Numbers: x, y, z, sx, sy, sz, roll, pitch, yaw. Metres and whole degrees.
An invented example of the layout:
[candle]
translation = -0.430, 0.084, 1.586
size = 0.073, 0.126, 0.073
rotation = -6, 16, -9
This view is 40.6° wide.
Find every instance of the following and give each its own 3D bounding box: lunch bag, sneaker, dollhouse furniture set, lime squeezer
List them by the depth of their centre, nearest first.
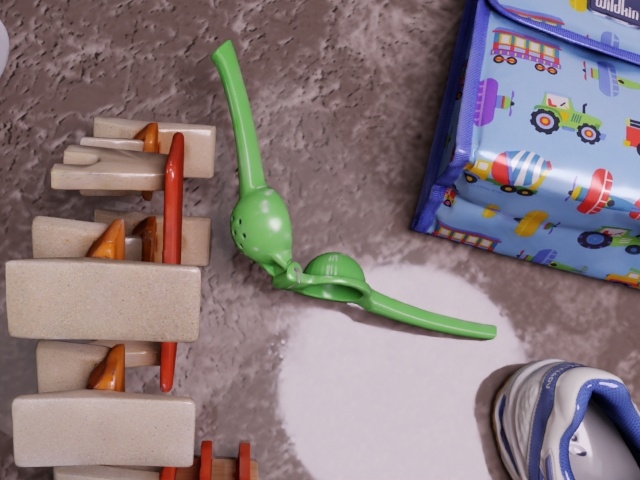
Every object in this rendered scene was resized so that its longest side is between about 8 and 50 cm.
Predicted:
[dollhouse furniture set]
translation = -0.100, 0.062, 0.565
size = 0.135, 0.262, 0.259
rotation = 3, 113, -7
[sneaker]
translation = 0.220, 0.225, 0.610
size = 0.112, 0.131, 0.296
rotation = -28, 84, -12
[lime squeezer]
translation = 0.000, 0.000, 0.649
size = 0.310, 0.059, 0.110
rotation = 46, 44, -7
[lunch bag]
translation = 0.218, -0.131, 0.696
size = 0.221, 0.138, 0.293
rotation = 14, 66, -1

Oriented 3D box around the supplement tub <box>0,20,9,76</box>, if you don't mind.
[supplement tub]
translation = -0.388, -0.218, 0.584
size = 0.235, 0.235, 0.325
rotation = -35, 84, -11
